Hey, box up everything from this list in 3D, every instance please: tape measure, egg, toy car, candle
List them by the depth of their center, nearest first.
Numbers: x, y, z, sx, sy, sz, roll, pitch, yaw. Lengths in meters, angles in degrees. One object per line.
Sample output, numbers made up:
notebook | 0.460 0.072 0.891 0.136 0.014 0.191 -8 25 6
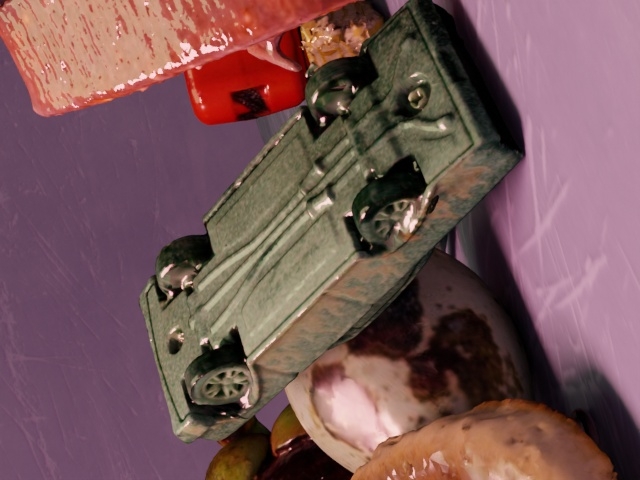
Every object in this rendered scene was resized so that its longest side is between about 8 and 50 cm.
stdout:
toy car | 0.000 0.000 0.978 0.097 0.320 0.141 16 -140 -39
candle | -0.066 -0.162 0.982 0.317 0.287 0.131 -151 39 -80
egg | 0.065 0.095 1.072 0.231 0.169 0.169 47 159 43
tape measure | -0.081 -0.234 1.358 0.260 0.114 0.253 -95 -7 -79

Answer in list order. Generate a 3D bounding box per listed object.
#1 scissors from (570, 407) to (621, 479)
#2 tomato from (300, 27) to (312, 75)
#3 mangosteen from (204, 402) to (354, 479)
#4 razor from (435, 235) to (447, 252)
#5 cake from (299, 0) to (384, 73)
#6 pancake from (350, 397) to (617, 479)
scissors | 0.175 0.179 0.957 0.176 0.022 0.085 82 169 -51
tomato | -0.032 -0.216 1.598 0.174 0.082 0.166 -106 5 -56
mangosteen | 0.026 0.280 1.408 0.300 0.300 0.300 162 90 -86
razor | 0.081 -0.019 1.202 0.056 0.093 0.324 25 151 33
cake | 0.018 -0.193 1.264 0.185 0.080 0.116 50 -147 -74
pancake | 0.114 0.262 0.898 0.356 0.065 0.356 22 118 49
